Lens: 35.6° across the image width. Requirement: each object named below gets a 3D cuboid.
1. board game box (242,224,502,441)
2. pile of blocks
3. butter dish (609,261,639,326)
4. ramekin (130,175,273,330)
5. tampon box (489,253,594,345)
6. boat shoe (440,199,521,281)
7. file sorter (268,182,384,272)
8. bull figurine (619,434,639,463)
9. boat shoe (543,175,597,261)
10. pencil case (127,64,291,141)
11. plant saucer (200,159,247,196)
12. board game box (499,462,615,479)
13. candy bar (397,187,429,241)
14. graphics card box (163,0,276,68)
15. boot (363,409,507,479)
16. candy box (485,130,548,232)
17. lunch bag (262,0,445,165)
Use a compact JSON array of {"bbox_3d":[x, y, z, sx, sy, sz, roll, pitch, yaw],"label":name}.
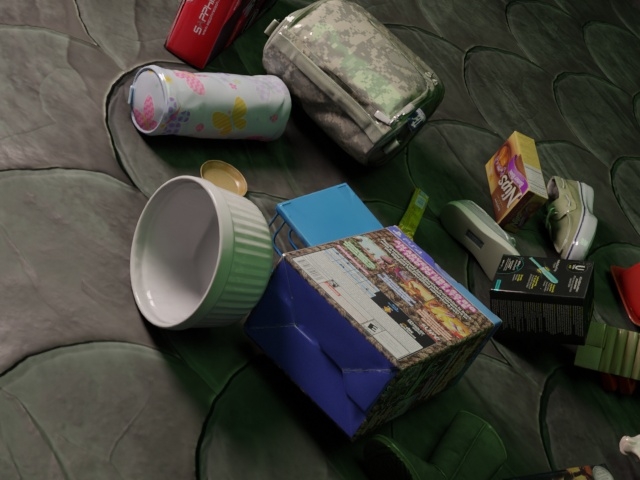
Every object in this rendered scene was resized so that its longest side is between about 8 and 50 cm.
[{"bbox_3d":[0.079,0.121,1.432,0.232,0.141,0.291,43,30,23],"label":"board game box"},{"bbox_3d":[0.573,0.227,1.823,0.362,0.149,0.113,14,85,-14],"label":"pile of blocks"},{"bbox_3d":[0.690,0.099,2.015,0.159,0.118,0.160,17,41,-25],"label":"butter dish"},{"bbox_3d":[-0.156,0.023,1.354,0.109,0.207,0.207,12,44,-42],"label":"ramekin"},{"bbox_3d":[0.383,0.102,1.717,0.160,0.102,0.120,4,31,22],"label":"tampon box"},{"bbox_3d":[0.323,0.005,1.850,0.081,0.079,0.227,-23,64,-44],"label":"boat shoe"},{"bbox_3d":[0.000,0.000,1.576,0.170,0.104,0.118,-21,66,-48],"label":"file sorter"},{"bbox_3d":[0.589,0.440,1.577,0.310,0.101,0.188,51,33,9],"label":"bull figurine"},{"bbox_3d":[0.500,-0.038,2.037,0.094,0.109,0.302,20,29,3],"label":"boat shoe"},{"bbox_3d":[-0.180,-0.228,1.663,0.273,0.114,0.124,-4,34,-42],"label":"pencil case"},{"bbox_3d":[-0.159,-0.095,1.620,0.083,0.015,0.083,22,40,-20],"label":"plant saucer"},{"bbox_3d":[0.377,0.425,1.488,0.243,0.042,0.165,2,50,-37],"label":"board game box"},{"bbox_3d":[0.171,-0.049,1.834,0.040,0.018,0.161,37,37,-6],"label":"candy bar"},{"bbox_3d":[-0.141,-0.496,1.872,0.094,0.233,0.371,32,37,-1],"label":"graphics card box"},{"bbox_3d":[0.170,0.303,1.423,0.190,0.076,0.208,52,44,-4],"label":"boot"},{"bbox_3d":[0.393,-0.118,2.011,0.053,0.109,0.187,22,41,-19],"label":"candy box"},{"bbox_3d":[0.054,-0.279,1.782,0.305,0.212,0.256,44,23,6],"label":"lunch bag"}]
